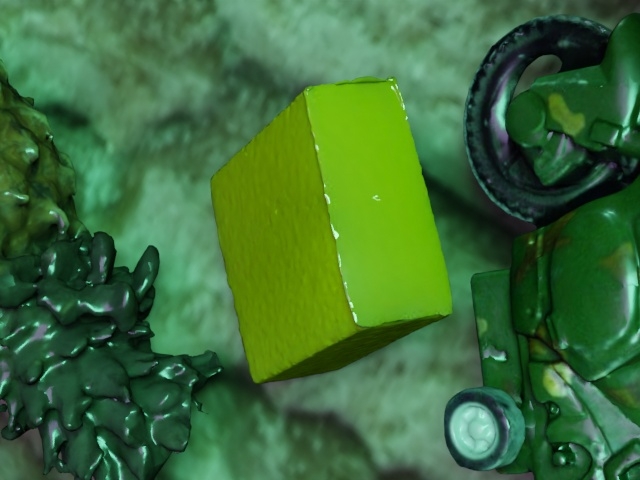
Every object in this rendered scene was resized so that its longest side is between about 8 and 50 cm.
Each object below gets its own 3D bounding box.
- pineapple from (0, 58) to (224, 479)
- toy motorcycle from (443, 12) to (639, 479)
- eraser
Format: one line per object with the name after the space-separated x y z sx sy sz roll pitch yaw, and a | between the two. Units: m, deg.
-0.153 0.015 0.600 0.279 0.158 0.158 42 109 10 | pineapple
0.139 0.047 0.449 0.187 0.125 0.274 -8 87 38 | toy motorcycle
0.000 0.000 0.528 0.122 0.045 0.097 146 115 -65 | eraser
